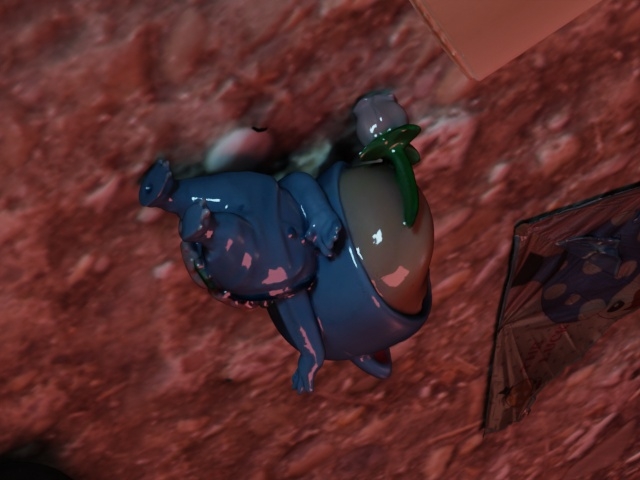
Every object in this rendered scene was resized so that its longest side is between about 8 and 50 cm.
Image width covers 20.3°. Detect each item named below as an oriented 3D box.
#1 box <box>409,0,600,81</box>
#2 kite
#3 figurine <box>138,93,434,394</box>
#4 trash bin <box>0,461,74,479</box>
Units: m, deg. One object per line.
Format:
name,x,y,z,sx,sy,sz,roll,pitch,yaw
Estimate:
box,0.065,-0.193,0.655,0.168,0.212,0.095,-35,144,10
kite,0.222,0.031,1.225,0.335,0.011,0.314,-42,143,19
figurine,0.001,-0.005,0.950,0.178,0.114,0.144,20,121,-38
trash bin,-0.173,0.222,1.075,0.175,0.175,0.161,-23,132,-9
